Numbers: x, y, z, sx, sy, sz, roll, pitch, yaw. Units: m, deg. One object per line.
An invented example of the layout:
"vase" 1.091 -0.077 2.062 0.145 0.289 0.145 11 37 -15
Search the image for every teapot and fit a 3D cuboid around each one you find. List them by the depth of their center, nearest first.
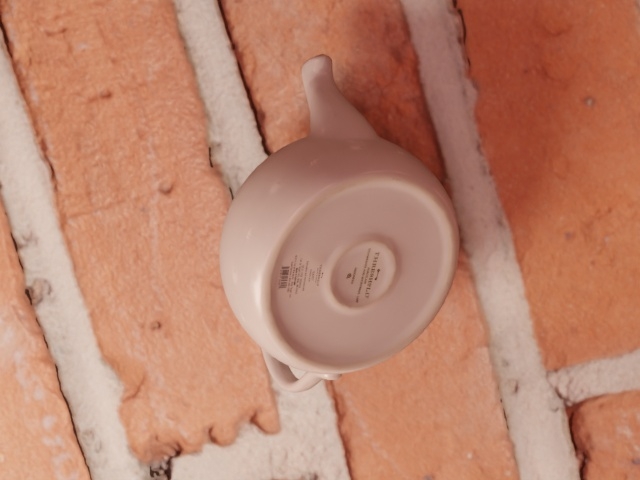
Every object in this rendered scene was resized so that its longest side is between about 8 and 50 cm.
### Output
"teapot" 0.000 0.000 1.590 0.256 0.187 0.252 -43 126 -4
